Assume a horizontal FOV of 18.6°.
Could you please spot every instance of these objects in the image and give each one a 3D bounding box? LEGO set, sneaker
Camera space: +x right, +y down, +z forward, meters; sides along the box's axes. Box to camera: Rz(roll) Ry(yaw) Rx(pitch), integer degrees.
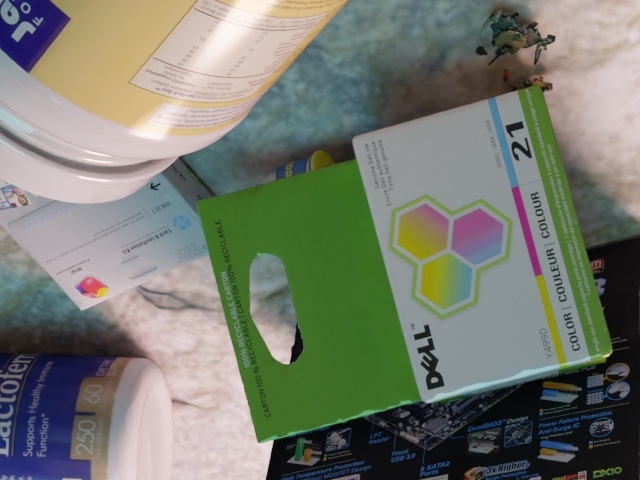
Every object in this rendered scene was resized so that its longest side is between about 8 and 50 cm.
[{"bbox_3d":[0.133,-0.132,1.323,0.054,0.023,0.083,6,145,8],"label":"LEGO set"},{"bbox_3d":[0.000,0.000,1.440,0.059,0.053,0.144,-14,119,17],"label":"sneaker"}]

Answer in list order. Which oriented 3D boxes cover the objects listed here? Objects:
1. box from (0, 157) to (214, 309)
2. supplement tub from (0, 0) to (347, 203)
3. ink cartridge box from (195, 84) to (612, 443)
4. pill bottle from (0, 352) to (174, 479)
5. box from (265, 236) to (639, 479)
[{"bbox_3d":[-0.177,-0.042,1.441,0.145,0.038,0.186,-24,122,29],"label":"box"},{"bbox_3d":[-0.091,-0.199,1.151,0.241,0.241,0.331,31,128,-18],"label":"supplement tub"},{"bbox_3d":[0.051,0.023,1.323,0.255,0.097,0.189,-16,85,6],"label":"ink cartridge box"},{"bbox_3d":[-0.260,0.166,1.563,0.264,0.153,0.153,1,131,8],"label":"pill bottle"},{"bbox_3d":[0.104,0.147,1.389,0.295,0.293,0.073,-14,127,20],"label":"box"}]
